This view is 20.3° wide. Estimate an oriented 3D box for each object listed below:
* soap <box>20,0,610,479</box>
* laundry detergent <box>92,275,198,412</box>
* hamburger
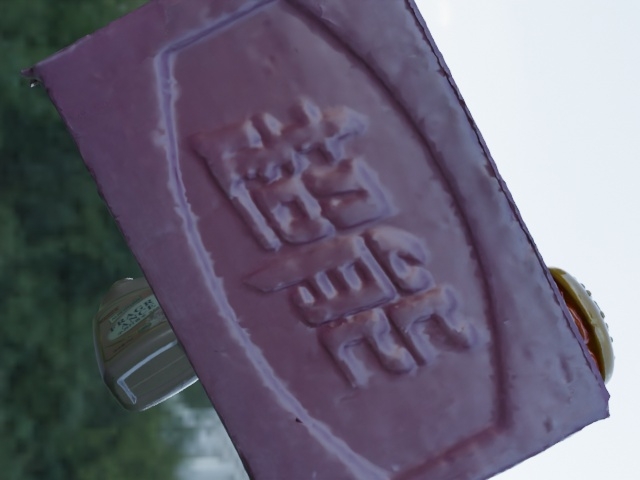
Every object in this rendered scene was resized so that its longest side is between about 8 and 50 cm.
[{"bbox_3d":[0.000,0.000,1.122,0.359,0.233,0.128,63,-4,-7],"label":"soap"},{"bbox_3d":[-0.174,0.086,2.005,0.076,0.171,0.237,57,3,-24],"label":"laundry detergent"},{"bbox_3d":[0.245,0.104,1.927,0.162,0.115,0.162,59,-13,22],"label":"hamburger"}]
